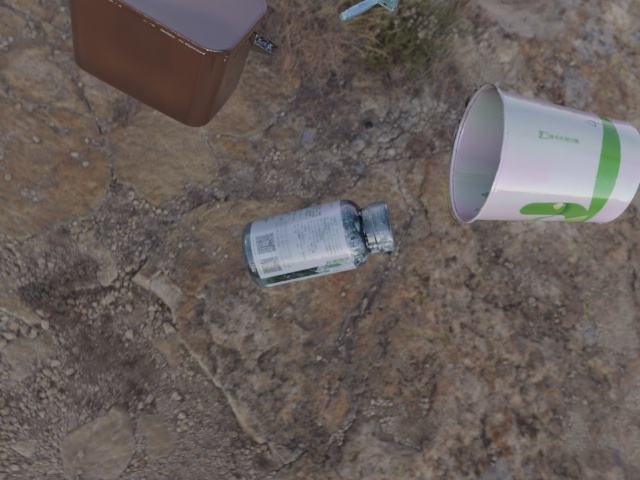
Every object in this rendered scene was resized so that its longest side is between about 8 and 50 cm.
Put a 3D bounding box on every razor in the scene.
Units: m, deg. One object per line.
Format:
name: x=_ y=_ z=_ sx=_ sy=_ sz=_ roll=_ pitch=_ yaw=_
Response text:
razor: x=0.088 y=-0.468 z=1.034 sx=0.068 sy=0.040 sz=0.135 roll=40 pitch=59 yaw=19

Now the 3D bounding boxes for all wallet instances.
wallet: x=-0.202 y=-0.501 z=1.284 sx=0.110 sy=0.198 sz=0.031 roll=12 pitch=103 yaw=-50

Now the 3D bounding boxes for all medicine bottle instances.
medicine bottle: x=0.000 y=0.000 z=1.043 sx=0.293 sy=0.141 sz=0.141 roll=-13 pitch=69 yaw=11

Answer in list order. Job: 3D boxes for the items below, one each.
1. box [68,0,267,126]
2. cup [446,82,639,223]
box: x=-0.324 y=-0.433 z=1.086 sx=0.339 sy=0.229 sz=0.239 roll=28 pitch=50 yaw=-4
cup: x=0.397 y=-0.141 z=0.943 sx=0.274 sy=0.253 sz=0.253 roll=6 pitch=64 yaw=-5
